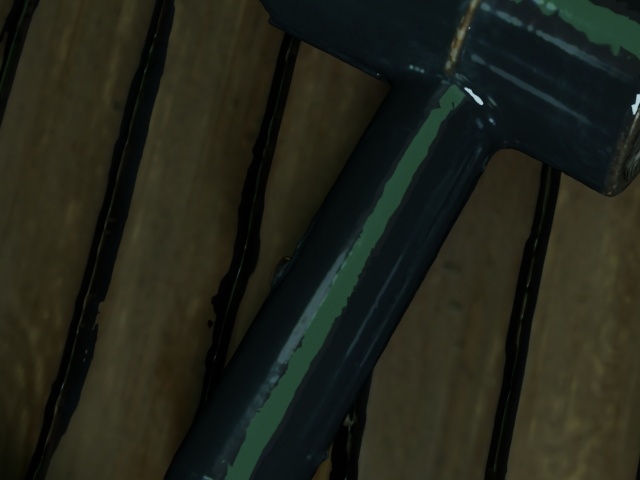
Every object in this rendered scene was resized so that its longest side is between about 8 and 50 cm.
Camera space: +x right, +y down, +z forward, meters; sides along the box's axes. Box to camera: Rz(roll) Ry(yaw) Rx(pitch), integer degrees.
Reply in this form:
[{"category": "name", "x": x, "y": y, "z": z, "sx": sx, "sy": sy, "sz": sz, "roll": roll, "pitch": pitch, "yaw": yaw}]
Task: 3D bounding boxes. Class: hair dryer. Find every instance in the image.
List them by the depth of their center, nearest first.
[{"category": "hair dryer", "x": 0.000, "y": 0.000, "z": 0.785, "sx": 0.189, "sy": 0.107, "sz": 0.352, "roll": 29, "pitch": 82, "yaw": 15}]
